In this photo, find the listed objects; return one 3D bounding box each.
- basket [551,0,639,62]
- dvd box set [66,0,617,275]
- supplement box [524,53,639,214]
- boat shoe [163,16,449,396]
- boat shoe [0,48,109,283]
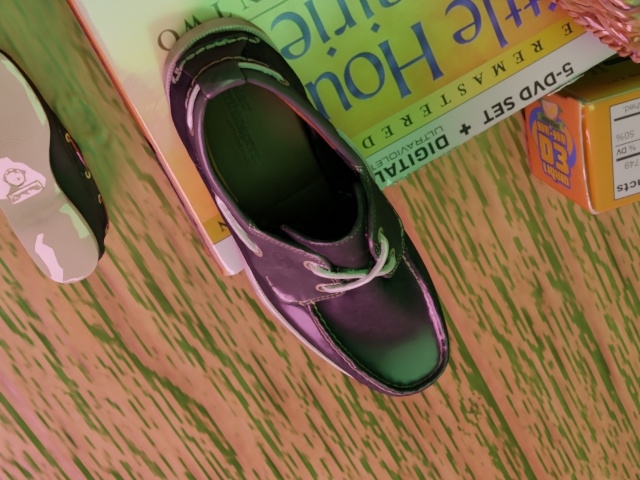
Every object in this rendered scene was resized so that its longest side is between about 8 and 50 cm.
[{"bbox_3d":[0.168,-0.264,0.521,0.213,0.223,0.299,42,96,15],"label":"basket"},{"bbox_3d":[-0.015,-0.228,0.572,0.307,0.062,0.420,-29,116,-6],"label":"dvd box set"},{"bbox_3d":[0.242,-0.090,0.705,0.233,0.078,0.080,-14,116,-13],"label":"supplement box"},{"bbox_3d":[0.000,0.000,0.586,0.084,0.079,0.233,-35,117,-4],"label":"boat shoe"},{"bbox_3d":[-0.151,-0.042,0.607,0.048,0.042,0.133,-18,116,10],"label":"boat shoe"}]
